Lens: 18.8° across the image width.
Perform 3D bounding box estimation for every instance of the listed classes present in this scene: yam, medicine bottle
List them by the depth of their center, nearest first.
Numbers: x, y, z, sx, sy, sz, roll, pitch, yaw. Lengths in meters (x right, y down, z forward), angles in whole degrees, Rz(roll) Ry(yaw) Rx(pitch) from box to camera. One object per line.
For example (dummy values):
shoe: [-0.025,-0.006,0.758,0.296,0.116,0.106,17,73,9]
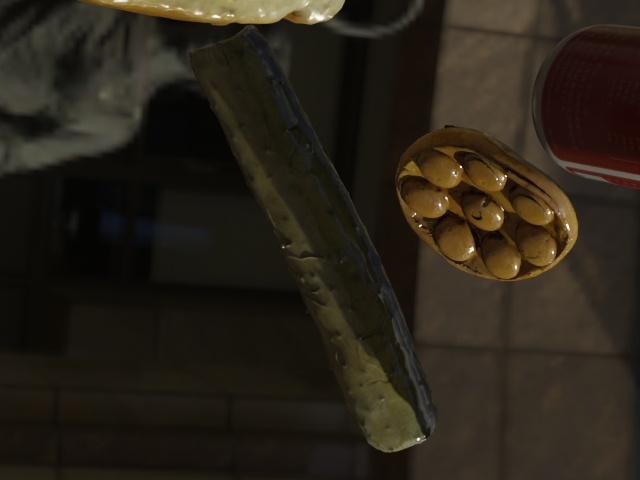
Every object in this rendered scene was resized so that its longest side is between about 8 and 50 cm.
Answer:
medicine bottle: [0.283,-0.099,1.510,0.250,0.131,0.131,16,-79,58]
yam: [0.000,0.000,1.571,0.371,0.083,0.083,66,-16,-15]

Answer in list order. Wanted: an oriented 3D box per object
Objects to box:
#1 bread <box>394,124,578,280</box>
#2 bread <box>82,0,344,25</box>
bread: [0.091,-0.019,1.076,0.024,0.110,0.110,-59,-177,-36]
bread: [-0.125,-0.207,1.023,0.239,0.246,0.111,41,-59,41]
